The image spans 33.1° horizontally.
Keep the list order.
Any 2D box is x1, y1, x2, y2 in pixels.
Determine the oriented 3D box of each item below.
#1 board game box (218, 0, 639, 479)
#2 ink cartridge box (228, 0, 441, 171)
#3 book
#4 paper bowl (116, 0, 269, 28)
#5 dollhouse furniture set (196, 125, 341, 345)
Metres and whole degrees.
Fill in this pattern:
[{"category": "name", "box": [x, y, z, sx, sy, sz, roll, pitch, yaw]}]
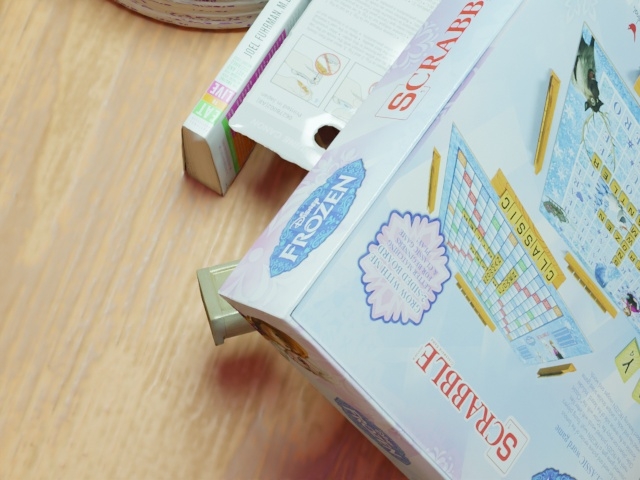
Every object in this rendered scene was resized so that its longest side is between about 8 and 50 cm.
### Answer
[{"category": "board game box", "box": [0.140, 0.007, 0.654, 0.318, 0.066, 0.319, -53, 125, -17]}, {"category": "ink cartridge box", "box": [0.073, -0.118, 0.729, 0.181, 0.056, 0.225, 29, 78, 12]}, {"category": "book", "box": [-0.045, -0.113, 0.752, 0.035, 0.096, 0.144, 30, 73, 7]}, {"category": "paper bowl", "box": [-0.076, -0.311, 0.783, 0.284, 0.148, 0.284, 2, 74, -6]}, {"category": "dollhouse furniture set", "box": [0.000, 0.000, 0.745, 0.181, 0.101, 0.161, -14, 51, -9]}]
